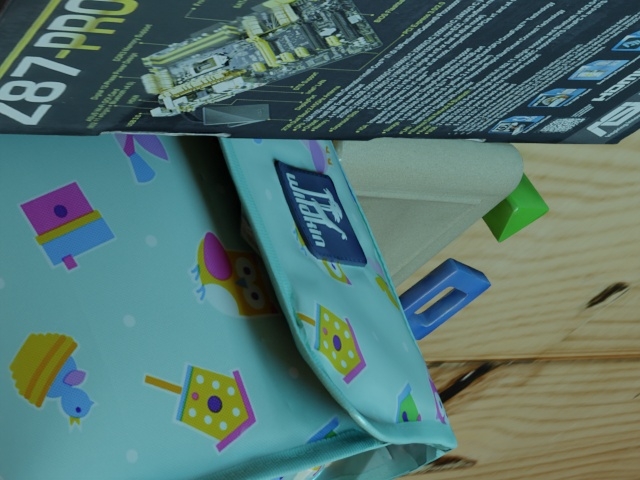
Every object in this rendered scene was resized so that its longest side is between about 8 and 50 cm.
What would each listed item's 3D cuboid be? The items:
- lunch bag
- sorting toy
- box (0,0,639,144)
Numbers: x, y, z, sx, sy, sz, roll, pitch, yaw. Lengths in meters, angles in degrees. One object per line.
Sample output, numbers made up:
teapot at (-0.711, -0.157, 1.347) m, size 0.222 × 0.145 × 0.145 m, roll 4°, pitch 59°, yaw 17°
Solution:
lunch bag at (-0.078, 0.020, 0.751) m, size 0.262 × 0.223 × 0.160 m, roll -13°, pitch 161°, yaw -34°
sorting toy at (0.000, 0.000, 1.045) m, size 0.196 × 0.047 × 0.347 m, roll -45°, pitch 153°, yaw 28°
box at (0.073, -0.140, 0.566) m, size 0.318 × 0.097 × 0.395 m, roll -4°, pitch 162°, yaw -29°
